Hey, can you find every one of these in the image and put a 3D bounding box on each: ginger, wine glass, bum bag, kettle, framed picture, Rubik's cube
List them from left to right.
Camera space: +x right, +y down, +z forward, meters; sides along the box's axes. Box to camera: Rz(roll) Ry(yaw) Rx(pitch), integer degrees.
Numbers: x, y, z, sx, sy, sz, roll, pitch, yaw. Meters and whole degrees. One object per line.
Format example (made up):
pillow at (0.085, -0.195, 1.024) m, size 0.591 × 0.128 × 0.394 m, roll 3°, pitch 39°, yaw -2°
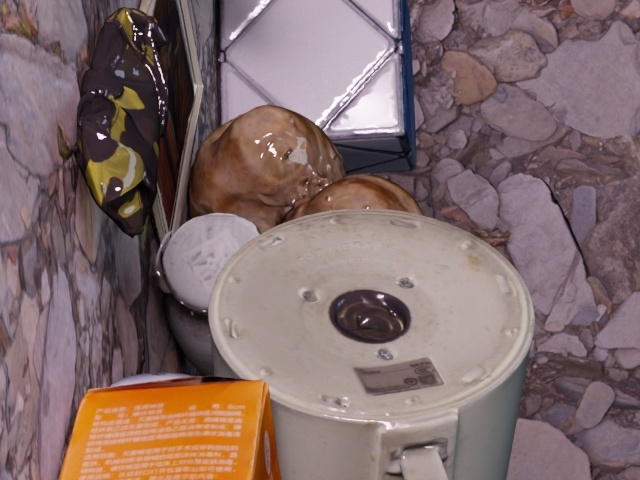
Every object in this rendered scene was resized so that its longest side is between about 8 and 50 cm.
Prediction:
bum bag at (-0.146, -0.084, 1.361) m, size 0.232 × 0.060 × 0.106 m, roll -87°, pitch 163°, yaw -57°
framed picture at (-0.138, -0.139, 1.661) m, size 0.273 × 0.016 × 0.216 m, roll -86°, pitch 171°, yaw -47°
wine glass at (-0.082, 0.060, 1.644) m, size 0.204 × 0.111 × 0.111 m, roll 79°, pitch 10°, yaw -62°
ginger at (0.000, 0.000, 1.718) m, size 0.304 × 0.155 × 0.244 m, roll 47°, pitch -26°, yaw 29°
Rubik's cube at (0.000, -0.189, 2.064) m, size 0.205 × 0.207 × 0.205 m, roll 59°, pitch 30°, yaw -79°
kettle at (0.052, 0.225, 1.478) m, size 0.361 × 0.250 × 0.376 m, roll -118°, pitch -158°, yaw -47°

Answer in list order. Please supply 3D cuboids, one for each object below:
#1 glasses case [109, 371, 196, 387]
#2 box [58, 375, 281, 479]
glasses case at (-0.121, 0.130, 1.462) m, size 0.178 × 0.067 × 0.045 m, roll 53°, pitch 35°, yaw -79°
box at (-0.102, 0.281, 1.237) m, size 0.341 × 0.144 × 0.225 m, roll -82°, pitch 168°, yaw -53°
